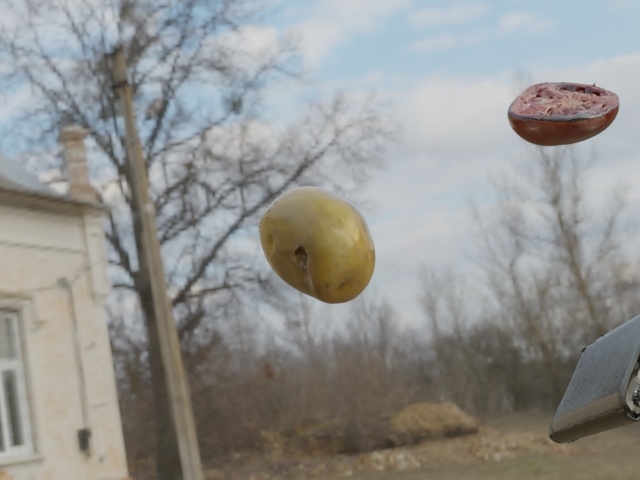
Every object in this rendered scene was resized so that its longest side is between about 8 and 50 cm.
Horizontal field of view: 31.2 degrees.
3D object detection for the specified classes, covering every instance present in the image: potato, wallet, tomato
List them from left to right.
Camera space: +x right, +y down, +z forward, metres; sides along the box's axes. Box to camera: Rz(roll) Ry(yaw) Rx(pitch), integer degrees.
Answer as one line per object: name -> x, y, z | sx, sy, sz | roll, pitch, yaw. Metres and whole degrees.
potato -> 0.000, 0.000, 1.707 | 0.146, 0.150, 0.234 | -41, 39, -17
tomato -> 0.415, -0.204, 1.953 | 0.174, 0.082, 0.166 | 10, 33, 26
wallet -> 0.267, 0.127, 1.053 | 0.031, 0.110, 0.198 | 27, -18, 1
